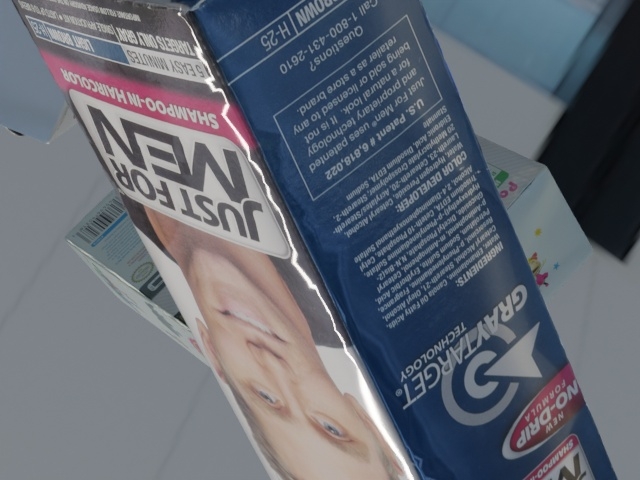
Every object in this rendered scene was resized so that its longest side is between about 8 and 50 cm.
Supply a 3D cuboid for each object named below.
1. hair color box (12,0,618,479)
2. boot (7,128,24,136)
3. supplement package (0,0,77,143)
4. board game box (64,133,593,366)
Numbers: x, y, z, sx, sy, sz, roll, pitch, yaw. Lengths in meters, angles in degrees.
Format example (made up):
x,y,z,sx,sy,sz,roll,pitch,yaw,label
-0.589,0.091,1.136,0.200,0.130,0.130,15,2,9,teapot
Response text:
x,y,z,sx,sy,sz,roll,pitch,yaw,label
0.000,0.000,0.825,0.105,0.347,0.174,-40,-147,-22,hair color box
-0.283,-0.228,1.538,0.229,0.263,0.091,22,-149,-33,boot
-0.185,-0.179,1.056,0.149,0.194,0.203,22,-172,-5,supplement package
-0.002,0.003,1.205,0.303,0.224,0.097,31,163,47,board game box
